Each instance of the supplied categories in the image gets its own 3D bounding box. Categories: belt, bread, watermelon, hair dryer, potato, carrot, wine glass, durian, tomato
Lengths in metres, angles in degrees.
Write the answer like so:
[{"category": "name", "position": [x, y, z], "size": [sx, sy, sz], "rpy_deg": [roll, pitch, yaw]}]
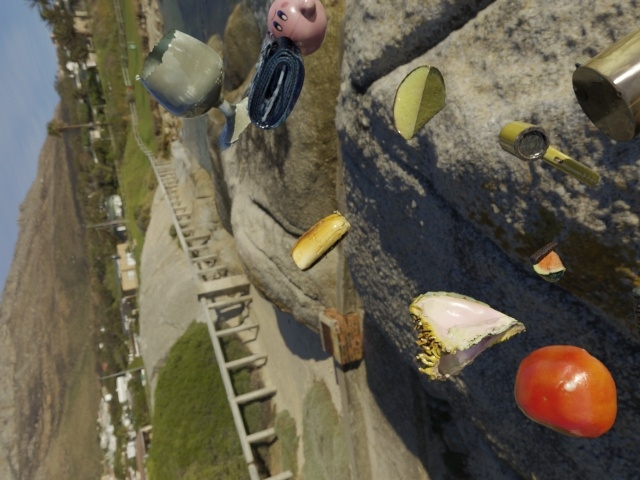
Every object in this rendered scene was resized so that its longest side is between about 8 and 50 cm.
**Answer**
[{"category": "belt", "position": [-0.115, -0.400, 1.089], "size": [0.128, 0.122, 0.218], "rpy_deg": [-98, 30, -48]}, {"category": "bread", "position": [0.000, 0.000, 0.683], "size": [0.053, 0.106, 0.072], "rpy_deg": [45, -174, -2]}, {"category": "watermelon", "position": [1.003, 0.112, 1.884], "size": [0.119, 0.063, 0.245], "rpy_deg": [-55, 3, 21]}, {"category": "hair dryer", "position": [0.620, -0.225, 1.155], "size": [0.090, 0.279, 0.135], "rpy_deg": [-61, 8, 19]}, {"category": "potato", "position": [0.392, -0.536, 1.675], "size": [0.112, 0.255, 0.269], "rpy_deg": [26, 115, 29]}, {"category": "carrot", "position": [0.657, 0.037, 1.267], "size": [0.032, 0.093, 0.032], "rpy_deg": [49, -174, -7]}, {"category": "wine glass", "position": [-0.358, -0.449, 1.287], "size": [0.238, 0.323, 0.238], "rpy_deg": [-27, 46, 32]}, {"category": "durian", "position": [0.298, 0.188, 0.975], "size": [0.195, 0.305, 0.185], "rpy_deg": [48, 135, 35]}, {"category": "tomato", "position": [0.656, 0.409, 1.174], "size": [0.260, 0.180, 0.259], "rpy_deg": [6, 98, 49]}]

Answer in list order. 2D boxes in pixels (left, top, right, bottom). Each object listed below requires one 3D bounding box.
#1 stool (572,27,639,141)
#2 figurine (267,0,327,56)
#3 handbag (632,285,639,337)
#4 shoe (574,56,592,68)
[{"category": "stool", "position": [0.658, -0.336, 0.817], "size": [0.179, 0.264, 0.179], "rpy_deg": [52, -165, -20]}, {"category": "figurine", "position": [-0.063, -0.583, 1.164], "size": [0.173, 0.173, 0.173], "rpy_deg": [169, 90, -70]}, {"category": "handbag", "position": [0.876, 0.192, 1.001], "size": [0.270, 0.088, 0.175], "rpy_deg": [16, 150, 34]}, {"category": "shoe", "position": [0.866, -0.510, 1.380], "size": [0.071, 0.169, 0.099], "rpy_deg": [-62, 7, -34]}]
